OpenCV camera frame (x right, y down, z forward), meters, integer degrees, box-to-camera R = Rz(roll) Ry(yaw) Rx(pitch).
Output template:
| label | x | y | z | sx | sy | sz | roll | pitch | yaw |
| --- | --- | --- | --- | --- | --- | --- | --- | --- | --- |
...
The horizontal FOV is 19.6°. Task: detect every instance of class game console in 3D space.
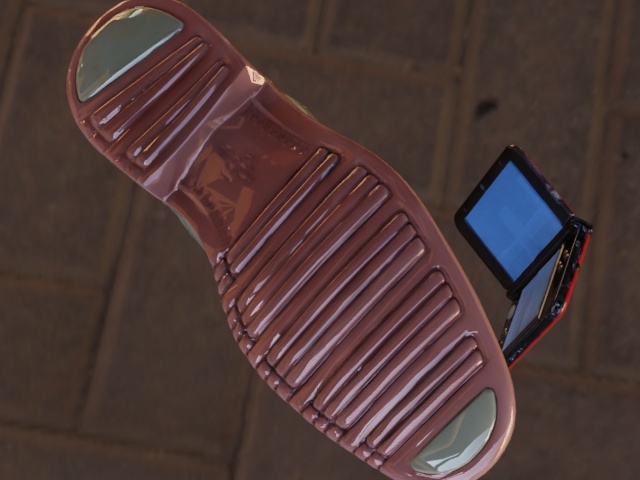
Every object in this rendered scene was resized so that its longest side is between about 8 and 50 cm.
| label | x | y | z | sx | sy | sz | roll | pitch | yaw |
| --- | --- | --- | --- | --- | --- | --- | --- | --- | --- |
| game console | 0.144 | 0.019 | 1.444 | 0.085 | 0.144 | 0.124 | 25 | 61 | -4 |

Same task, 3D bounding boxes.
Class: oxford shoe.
| label | x | y | z | sx | sy | sz | roll | pitch | yaw |
| --- | --- | --- | --- | --- | --- | --- | --- | --- | --- |
| oxford shoe | 0.000 | 0.000 | 1.167 | 0.140 | 0.146 | 0.397 | -42 | 62 | 7 |
